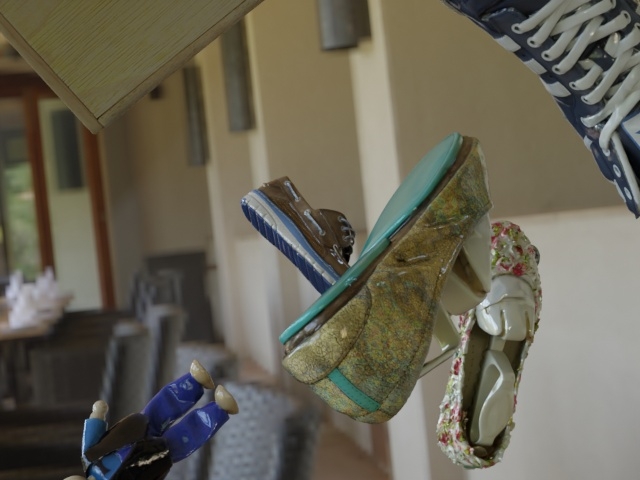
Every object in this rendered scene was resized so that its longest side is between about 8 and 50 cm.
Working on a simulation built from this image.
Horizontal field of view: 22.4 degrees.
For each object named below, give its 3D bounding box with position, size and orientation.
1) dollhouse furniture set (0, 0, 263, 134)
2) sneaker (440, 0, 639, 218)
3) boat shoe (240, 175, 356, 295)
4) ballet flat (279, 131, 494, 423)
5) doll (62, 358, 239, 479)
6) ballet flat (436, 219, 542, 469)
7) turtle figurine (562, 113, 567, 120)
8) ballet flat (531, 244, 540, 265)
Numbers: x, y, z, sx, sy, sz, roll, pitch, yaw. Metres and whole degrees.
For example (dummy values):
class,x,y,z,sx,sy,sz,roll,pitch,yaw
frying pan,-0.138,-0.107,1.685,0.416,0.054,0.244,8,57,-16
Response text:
class,x,y,z,sx,sy,sz,roll,pitch,yaw
dollhouse furniture set,-0.114,-0.191,0.843,0.161,0.212,0.242,-38,40,2
sneaker,0.165,-0.115,0.984,0.099,0.153,0.282,-40,-39,12
boat shoe,0.000,0.000,1.621,0.066,0.183,0.066,-40,-21,-14
ballet flat,0.076,0.031,1.267,0.123,0.123,0.348,-6,23,26
doll,-0.173,0.194,1.537,0.189,0.129,0.046,-39,-25,-17
ballet flat,0.167,0.104,1.512,0.091,0.241,0.077,5,9,-16
turtle figurine,0.302,-0.159,1.251,0.118,0.234,0.175,27,9,-47
ballet flat,0.165,0.024,1.634,0.114,0.041,0.041,-17,-6,34
